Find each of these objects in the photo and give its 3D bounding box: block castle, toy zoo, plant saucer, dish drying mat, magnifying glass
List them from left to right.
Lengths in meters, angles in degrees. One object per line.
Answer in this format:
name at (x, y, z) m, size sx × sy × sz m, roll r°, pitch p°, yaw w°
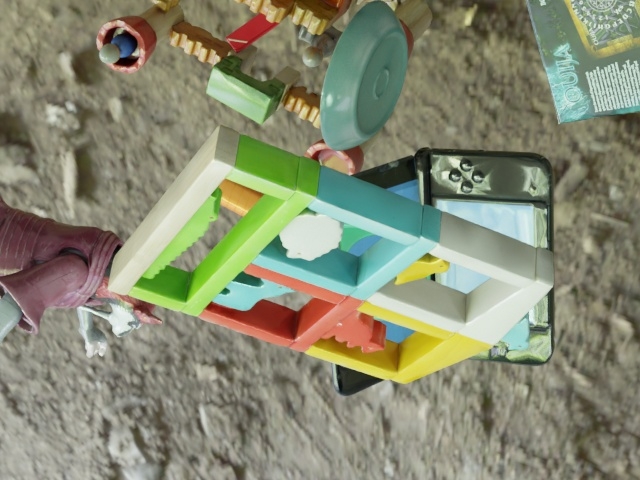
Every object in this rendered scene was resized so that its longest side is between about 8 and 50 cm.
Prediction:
dish drying mat at (-0.105, -0.326, 1.899) m, size 0.083 × 0.008 × 0.032 m, roll -36°, pitch 82°, yaw -6°
block castle at (-0.090, -0.298, 1.793) m, size 0.453 × 0.303 × 0.213 m, roll 31°, pitch 39°, yaw 8°
magnifying glass at (0.000, 0.000, 1.179) m, size 0.231 × 0.026 × 0.092 m, roll 28°, pitch 81°, yaw -5°
toy zoo at (0.023, 0.028, 0.851) m, size 0.293 × 0.192 × 0.030 m, roll 20°, pitch 55°, yaw -21°
plant saucer at (0.038, -0.122, 0.933) m, size 0.021 × 0.119 × 0.119 m, roll 22°, pitch 65°, yaw 23°

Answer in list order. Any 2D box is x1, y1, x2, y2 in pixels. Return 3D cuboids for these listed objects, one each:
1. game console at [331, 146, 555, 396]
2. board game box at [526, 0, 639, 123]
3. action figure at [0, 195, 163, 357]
game console at (0.151, 0.048, 1.525) m, size 0.250 × 0.293 × 0.173 m, roll 4°, pitch 25°, yaw 21°
board game box at (0.249, -0.194, 1.073) m, size 0.126 × 0.186 × 0.026 m, roll -7°, pitch 35°, yaw 23°
action figure at (-0.326, 0.007, 1.344) m, size 0.370 × 0.248 × 0.275 m, roll 12°, pitch 97°, yaw 4°
